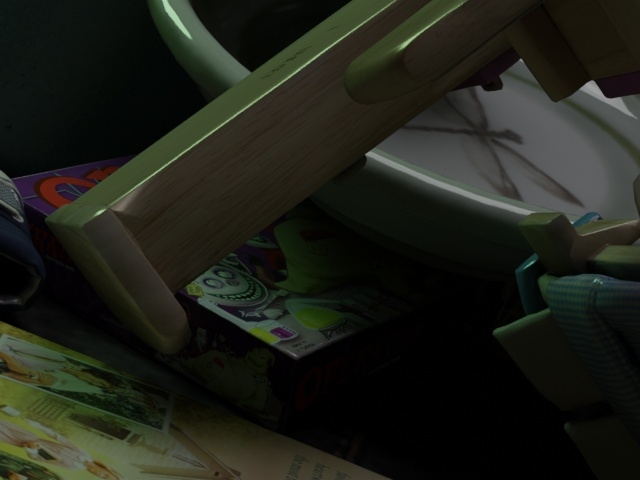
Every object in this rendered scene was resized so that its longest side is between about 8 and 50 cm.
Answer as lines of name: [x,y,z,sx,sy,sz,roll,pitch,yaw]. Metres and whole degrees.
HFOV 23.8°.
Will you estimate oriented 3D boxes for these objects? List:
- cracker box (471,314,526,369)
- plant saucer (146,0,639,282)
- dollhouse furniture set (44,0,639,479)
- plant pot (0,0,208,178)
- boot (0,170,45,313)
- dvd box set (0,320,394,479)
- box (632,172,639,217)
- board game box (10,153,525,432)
cracker box: [0.148,0.029,1.118,0.156,0.067,0.232,29,15,32]
plant saucer: [0.085,-0.075,0.888,0.401,0.100,0.400,15,30,-9]
dollhouse furniture set: [0.085,0.058,0.521,0.303,0.198,0.286,54,-11,-10]
plant pot: [-0.179,-0.168,1.041,0.252,0.248,0.247,36,7,-19]
boot: [-0.216,-0.021,0.693,0.190,0.069,0.086,15,20,-31]
dvd box set: [-0.053,0.112,0.400,0.421,0.062,0.307,22,11,2]
box: [0.222,0.101,0.263,0.215,0.168,0.345,19,45,-29]
board game box: [0.000,0.000,0.884,0.208,0.056,0.347,23,22,28]
